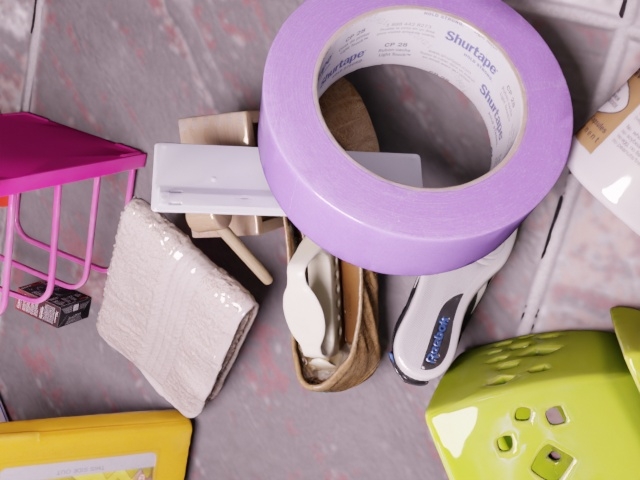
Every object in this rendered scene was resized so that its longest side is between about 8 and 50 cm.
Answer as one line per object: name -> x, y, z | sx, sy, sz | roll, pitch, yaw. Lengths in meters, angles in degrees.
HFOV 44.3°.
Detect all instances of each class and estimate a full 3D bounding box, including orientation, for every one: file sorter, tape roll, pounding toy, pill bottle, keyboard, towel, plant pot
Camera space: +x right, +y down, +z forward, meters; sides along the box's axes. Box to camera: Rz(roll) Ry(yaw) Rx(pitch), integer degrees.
file sorter -> -0.382, -0.029, 0.916 | 0.202, 0.291, 0.182 | 19, 109, 20
tape roll -> 0.082, -0.110, 0.718 | 0.275, 0.090, 0.275 | 3, 68, -7
pounding toy -> -0.099, -0.043, 0.832 | 0.094, 0.206, 0.181 | -2, 99, 24
pill bottle -> 0.333, -0.116, 0.673 | 0.131, 0.131, 0.229 | 46, 113, 10
keyboard -> -0.028, -0.056, 0.740 | 0.256, 0.014, 0.072 | 2, 61, -9
towel -> -0.179, 0.092, 0.916 | 0.187, 0.049, 0.282 | 40, 140, 11
plant pot -> 0.248, 0.193, 0.720 | 0.207, 0.228, 0.227 | -25, 88, 18

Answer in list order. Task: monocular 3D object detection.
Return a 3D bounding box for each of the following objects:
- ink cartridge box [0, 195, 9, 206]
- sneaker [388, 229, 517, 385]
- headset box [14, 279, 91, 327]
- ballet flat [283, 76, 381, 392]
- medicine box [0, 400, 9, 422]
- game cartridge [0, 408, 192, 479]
ink cartridge box -> -0.525, -0.157, 1.083 | 0.189, 0.066, 0.232 | -2, 94, 23
sneaker -> 0.128, 0.048, 0.823 | 0.079, 0.121, 0.217 | 29, 75, 5
headset box -> -0.359, 0.081, 1.047 | 0.083, 0.062, 0.032 | 19, 105, 19
ballet flat -> 0.000, 0.000, 0.810 | 0.116, 0.124, 0.342 | 4, 101, 25
medicine box -> -0.561, 0.321, 1.050 | 0.149, 0.289, 0.263 | -22, 90, 26
game cartridge -> -0.333, 0.352, 0.962 | 0.053, 0.324, 0.285 | 32, 115, 54
